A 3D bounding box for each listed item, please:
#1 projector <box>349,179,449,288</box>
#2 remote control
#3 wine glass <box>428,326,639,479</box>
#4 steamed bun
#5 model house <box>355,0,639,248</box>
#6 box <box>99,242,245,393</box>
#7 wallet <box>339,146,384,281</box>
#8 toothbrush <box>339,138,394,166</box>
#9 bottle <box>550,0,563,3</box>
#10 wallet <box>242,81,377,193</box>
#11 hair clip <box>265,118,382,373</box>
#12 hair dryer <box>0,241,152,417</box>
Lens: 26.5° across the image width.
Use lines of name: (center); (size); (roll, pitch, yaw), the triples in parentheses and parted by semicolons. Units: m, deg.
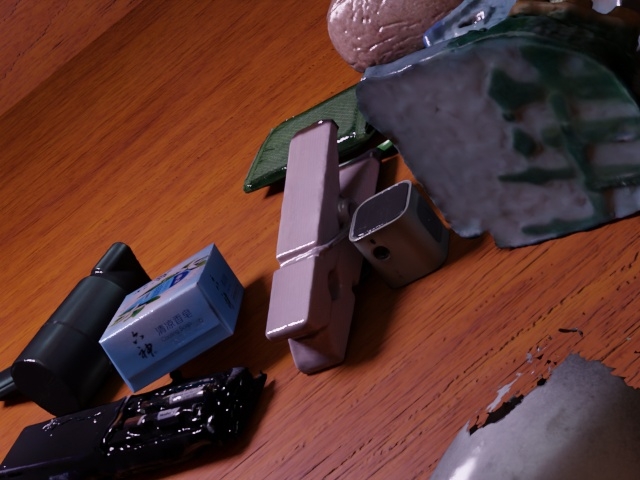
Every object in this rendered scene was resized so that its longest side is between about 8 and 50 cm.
projector: (0.091, -0.007, 1.561); (0.083, 0.082, 0.083); (-28, 26, 25)
remote control: (-0.243, 0.234, 1.631); (0.399, 0.062, 0.144); (-20, 29, 34)
wine glass: (0.124, 0.241, 0.960); (0.357, 0.190, 0.190); (-47, 25, -11)
steamed bun: (0.144, -0.372, 1.918); (0.301, 0.199, 0.251); (-27, 3, 13)
model house: (0.261, -0.191, 1.477); (0.295, 0.251, 0.329); (-18, 25, 40)
box: (-0.180, 0.092, 1.698); (0.143, 0.083, 0.232); (-32, 11, 7)
wallet: (0.014, -0.016, 1.752); (0.146, 0.030, 0.285); (-31, 26, 26)
toothbrush: (0.089, -0.131, 1.848); (0.304, 0.030, 0.030); (-22, 29, 34)
bottle: (0.231, -0.246, 1.773); (0.330, 0.093, 0.093); (-22, 29, 32)
wallet: (-0.001, -0.152, 1.984); (0.236, 0.055, 0.160); (-24, 25, 35)
hair clip: (0.004, -0.001, 1.601); (0.085, 0.101, 0.330); (-20, 40, 26)
hair dryer: (-0.370, 0.145, 1.938); (0.302, 0.116, 0.244); (-23, 25, 47)
